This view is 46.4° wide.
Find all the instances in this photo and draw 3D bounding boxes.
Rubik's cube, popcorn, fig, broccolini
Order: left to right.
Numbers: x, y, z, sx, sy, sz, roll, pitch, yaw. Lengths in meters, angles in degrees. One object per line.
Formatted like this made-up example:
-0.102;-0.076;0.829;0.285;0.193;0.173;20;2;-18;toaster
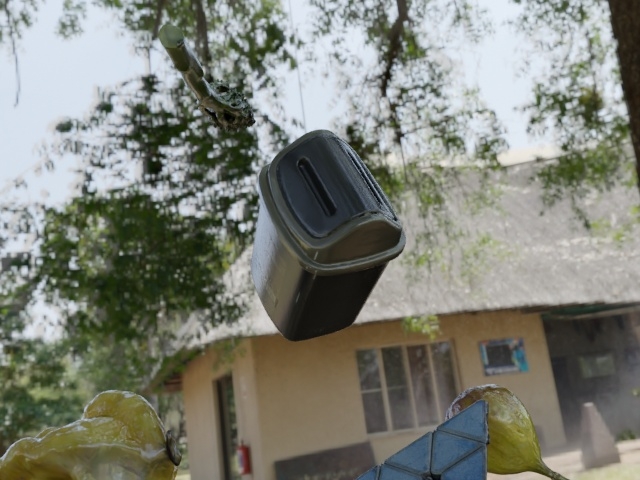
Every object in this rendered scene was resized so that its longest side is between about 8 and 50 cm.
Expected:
-0.342;0.405;1.113;0.315;0.298;0.281;-30;1;-36;popcorn
-0.164;-0.244;1.116;0.078;0.074;0.392;-22;-9;-1;broccolini
0.098;0.291;0.808;0.178;0.212;0.190;-1;-1;9;Rubik's cube
0.350;0.364;1.337;0.257;0.159;0.159;31;5;30;fig

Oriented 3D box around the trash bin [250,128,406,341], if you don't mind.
0.000;0.000;1.098;0.182;0.210;0.290;-14;-33;-26;trash bin
